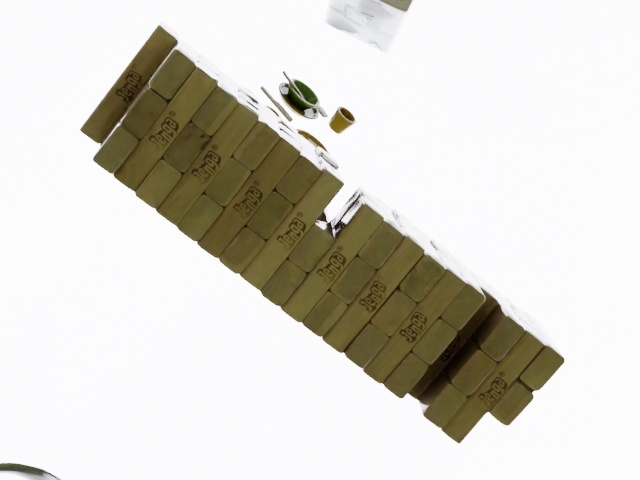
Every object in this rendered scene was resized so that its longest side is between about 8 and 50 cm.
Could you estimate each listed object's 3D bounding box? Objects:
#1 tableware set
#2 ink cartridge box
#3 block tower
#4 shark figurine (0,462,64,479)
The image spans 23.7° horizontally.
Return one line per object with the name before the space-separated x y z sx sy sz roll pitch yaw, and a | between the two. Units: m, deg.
tableware set | -0.016 -0.111 1.401 0.024 0.154 0.104 -46 -103 26
ink cartridge box | 0.056 -0.220 1.193 0.063 0.150 0.109 26 -95 -1
block tower | 0.000 0.000 0.996 0.335 0.097 0.091 38 -82 -10
shark figurine | -0.244 0.311 1.313 0.116 0.166 0.278 37 -75 32
